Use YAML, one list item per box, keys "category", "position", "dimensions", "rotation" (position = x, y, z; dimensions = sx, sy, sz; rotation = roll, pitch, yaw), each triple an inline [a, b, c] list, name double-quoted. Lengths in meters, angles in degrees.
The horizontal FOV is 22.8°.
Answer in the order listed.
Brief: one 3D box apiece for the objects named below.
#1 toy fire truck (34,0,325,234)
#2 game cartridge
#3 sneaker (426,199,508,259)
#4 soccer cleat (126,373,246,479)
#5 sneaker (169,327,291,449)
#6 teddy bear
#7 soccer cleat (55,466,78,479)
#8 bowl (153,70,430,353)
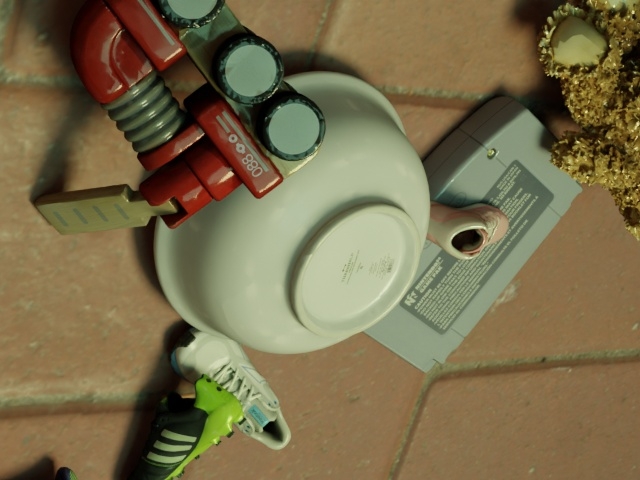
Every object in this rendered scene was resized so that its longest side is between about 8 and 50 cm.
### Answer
- category: "toy fire truck"
  position: [-0.153, -0.104, 1.352]
  dimensions: [0.246, 0.158, 0.217]
  rotation: [-38, 109, -2]
- category: "game cartridge"
  position: [0.152, -0.007, 1.731]
  dimensions: [0.297, 0.062, 0.198]
  rotation: [-51, 133, 2]
- category: "sneaker"
  position: [0.161, -0.006, 1.650]
  dimensions: [0.134, 0.070, 0.051]
  rotation: [6, 113, -43]
- category: "soccer cleat"
  position: [-0.150, 0.199, 1.616]
  dimensions: [0.179, 0.072, 0.060]
  rotation: [-42, -178, 30]
- category: "sneaker"
  position: [-0.082, 0.153, 1.631]
  dimensions: [0.071, 0.083, 0.191]
  rotation: [-44, 135, -3]
- category: "teddy bear"
  position: [0.329, -0.151, 1.720]
  dimensions: [0.338, 0.113, 0.245]
  rotation: [35, 64, -44]
- category: "soccer cleat"
  position: [-0.355, 0.301, 1.529]
  dimensions: [0.289, 0.093, 0.121]
  rotation: [-17, 98, -25]
- category: "bowl"
  position: [0.000, 0.000, 1.510]
  dimensions: [0.298, 0.134, 0.298]
  rotation: [-20, 130, -26]
